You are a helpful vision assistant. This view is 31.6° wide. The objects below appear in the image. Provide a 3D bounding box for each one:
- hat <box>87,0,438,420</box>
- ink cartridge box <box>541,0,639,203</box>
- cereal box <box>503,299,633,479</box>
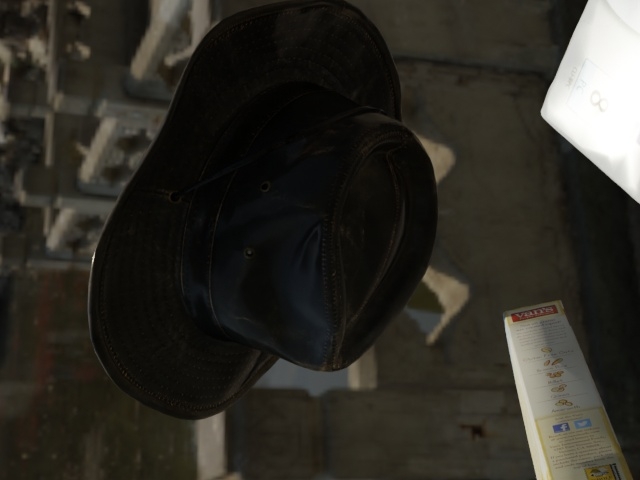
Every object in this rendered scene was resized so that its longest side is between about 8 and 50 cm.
[{"bbox_3d":[0.000,0.000,0.808,0.134,0.331,0.331,27,115,32],"label":"hat"},{"bbox_3d":[0.364,-0.123,0.866,0.385,0.091,0.308,52,137,38],"label":"ink cartridge box"},{"bbox_3d":[0.156,0.159,0.667,0.240,0.047,0.173,-82,-23,-69],"label":"cereal box"}]
